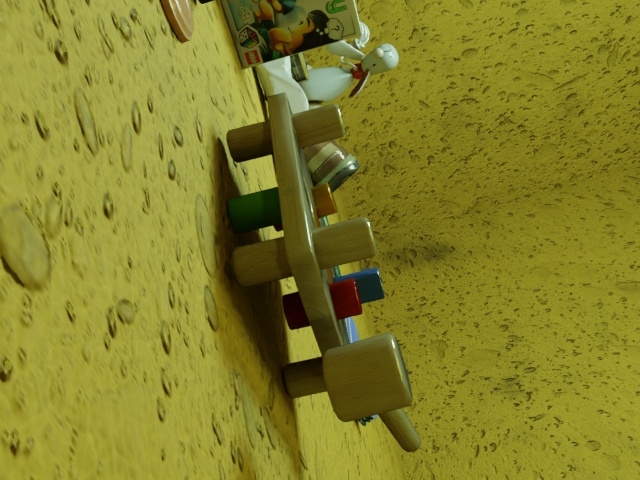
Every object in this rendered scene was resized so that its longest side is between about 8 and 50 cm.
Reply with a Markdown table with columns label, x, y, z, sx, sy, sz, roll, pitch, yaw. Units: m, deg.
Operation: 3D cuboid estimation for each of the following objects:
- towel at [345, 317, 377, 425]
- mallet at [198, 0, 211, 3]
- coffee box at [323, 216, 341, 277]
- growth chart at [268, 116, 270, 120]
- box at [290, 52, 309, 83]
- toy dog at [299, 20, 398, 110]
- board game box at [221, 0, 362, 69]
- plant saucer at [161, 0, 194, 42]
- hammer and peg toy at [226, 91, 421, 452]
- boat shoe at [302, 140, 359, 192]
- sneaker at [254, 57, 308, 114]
| label | x | y | z | sx | sy | sz | roll | pitch | yaw |
| --- | --- | --- | --- | --- | --- | --- | --- | --- | --- |
| towel | 0.046 | 0.187 | 1.289 | 0.336 | 0.040 | 0.243 | 68 | 11 | -57 |
| mallet | -0.156 | -0.360 | 0.769 | 0.189 | 0.062 | 0.039 | 58 | 9 | -19 |
| coffee box | 0.000 | 0.000 | 1.386 | 0.113 | 0.041 | 0.184 | 63 | 12 | -59 |
| growth chart | -0.055 | -0.119 | 1.248 | 0.237 | 0.021 | 0.171 | 69 | 7 | -59 |
| box | -0.116 | -0.573 | 1.647 | 0.322 | 0.079 | 0.257 | 67 | 7 | -56 |
| toy dog | 0.031 | -0.456 | 1.878 | 0.220 | 0.334 | 0.161 | 51 | 16 | 16 |
| board game box | -0.068 | -0.427 | 1.006 | 0.053 | 0.193 | 0.305 | -97 | 170 | -63 |
| plant saucer | -0.138 | -0.231 | 0.653 | 0.083 | 0.013 | 0.083 | -14 | 90 | -85 |
| hammer and peg toy | -0.001 | 0.054 | 0.686 | 0.361 | 0.127 | 0.266 | -100 | 175 | -45 |
| boat shoe | 0.000 | -0.178 | 1.471 | 0.120 | 0.122 | 0.324 | 46 | -2 | -9 |
| sneaker | -0.085 | -0.296 | 1.233 | 0.094 | 0.080 | 0.212 | 129 | -54 | -71 |
